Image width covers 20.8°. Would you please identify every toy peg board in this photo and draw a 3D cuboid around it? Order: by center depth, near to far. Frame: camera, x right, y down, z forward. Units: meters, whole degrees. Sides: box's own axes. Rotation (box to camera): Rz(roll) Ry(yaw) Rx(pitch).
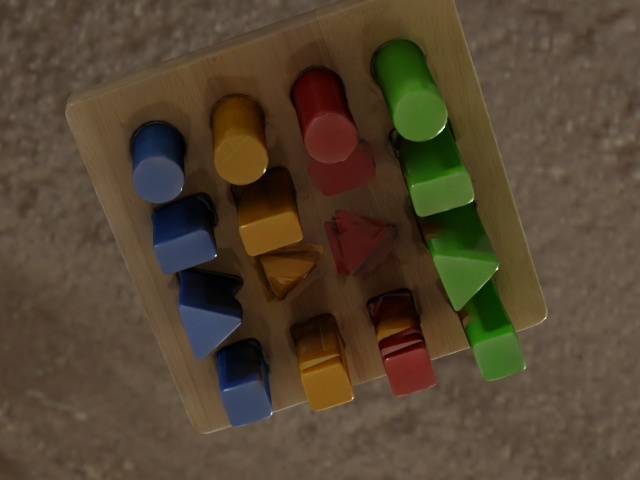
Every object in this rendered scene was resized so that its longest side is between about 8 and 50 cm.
[{"bbox_3d":[0.000,0.000,0.693,0.161,0.079,0.161,-19,113,2],"label":"toy peg board"}]
